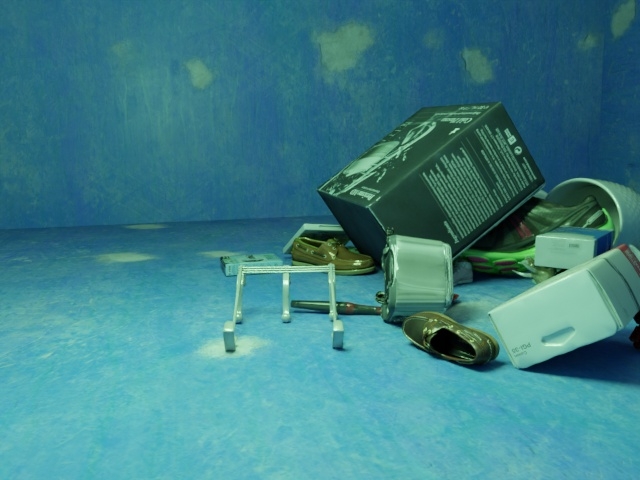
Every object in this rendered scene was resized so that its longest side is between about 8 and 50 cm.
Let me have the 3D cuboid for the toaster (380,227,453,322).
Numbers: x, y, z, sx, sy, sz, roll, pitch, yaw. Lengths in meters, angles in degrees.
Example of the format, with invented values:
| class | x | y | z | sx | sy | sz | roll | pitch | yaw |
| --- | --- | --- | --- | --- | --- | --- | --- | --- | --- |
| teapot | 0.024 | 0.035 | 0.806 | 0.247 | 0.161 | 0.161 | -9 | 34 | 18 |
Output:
| class | x | y | z | sx | sy | sz | roll | pitch | yaw |
| --- | --- | --- | --- | --- | --- | --- | --- | --- | --- |
| toaster | 0.217 | 0.081 | 1.404 | 0.146 | 0.227 | 0.129 | 5 | -28 | -3 |

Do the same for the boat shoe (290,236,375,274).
| class | x | y | z | sx | sy | sz | roll | pitch | yaw |
| --- | --- | --- | --- | --- | --- | --- | --- | --- | --- |
| boat shoe | 0.032 | 0.046 | 1.984 | 0.307 | 0.105 | 0.110 | 4 | 10 | 29 |

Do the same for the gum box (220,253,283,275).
| class | x | y | z | sx | sy | sz | roll | pitch | yaw |
| --- | --- | --- | --- | --- | --- | --- | --- | --- | --- |
| gum box | -0.228 | 0.078 | 2.020 | 0.184 | 0.041 | 0.157 | -3 | 9 | -15 |

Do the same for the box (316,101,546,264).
| class | x | y | z | sx | sy | sz | roll | pitch | yaw |
| --- | --- | --- | --- | --- | --- | --- | --- | --- | --- |
| box | 0.308 | -0.160 | 1.858 | 0.471 | 0.297 | 0.480 | -40 | 18 | -8 |

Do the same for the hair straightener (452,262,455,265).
| class | x | y | z | sx | sy | sz | roll | pitch | yaw |
| --- | --- | --- | --- | --- | --- | --- | --- | --- | --- |
| hair straightener | 0.466 | 0.062 | 2.065 | 0.089 | 0.047 | 0.230 | -4 | 4 | -19 |

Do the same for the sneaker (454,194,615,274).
| class | x | y | z | sx | sy | sz | roll | pitch | yaw |
| --- | --- | --- | --- | --- | --- | --- | --- | --- | --- |
| sneaker | 0.595 | -0.021 | 1.814 | 0.482 | 0.202 | 0.185 | -9 | -24 | 13 |

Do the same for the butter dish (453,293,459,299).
| class | x | y | z | sx | sy | sz | roll | pitch | yaw |
| --- | --- | --- | --- | --- | --- | --- | --- | --- | --- |
| butter dish | 0.250 | 0.103 | 1.534 | 0.159 | 0.118 | 0.160 | 5 | 10 | 33 |

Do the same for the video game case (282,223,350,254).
| class | x | y | z | sx | sy | sz | roll | pitch | yaw |
| --- | --- | --- | --- | --- | --- | --- | --- | --- | --- |
| video game case | 0.000 | 0.000 | 2.153 | 0.206 | 0.026 | 0.227 | 2 | -23 | -23 |

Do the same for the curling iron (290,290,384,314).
| class | x | y | z | sx | sy | sz | roll | pitch | yaw |
| --- | --- | --- | --- | --- | --- | --- | --- | --- | --- |
| curling iron | 0.064 | 0.152 | 1.477 | 0.274 | 0.035 | 0.068 | -4 | 45 | 7 |

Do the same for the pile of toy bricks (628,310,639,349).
| class | x | y | z | sx | sy | sz | roll | pitch | yaw |
| --- | --- | --- | --- | --- | --- | --- | --- | --- | --- |
| pile of toy bricks | 0.686 | 0.157 | 1.164 | 0.212 | 0.105 | 0.118 | -49 | 24 | -17 |

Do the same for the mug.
| class | x | y | z | sx | sy | sz | roll | pitch | yaw |
| --- | --- | --- | --- | --- | --- | --- | --- | --- | --- |
| mug | 0.923 | -0.021 | 1.925 | 0.328 | 0.276 | 0.374 | 1 | 36 | -38 |

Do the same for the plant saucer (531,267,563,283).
| class | x | y | z | sx | sy | sz | roll | pitch | yaw |
| --- | --- | --- | --- | --- | --- | --- | --- | --- | --- |
| plant saucer | 0.704 | 0.102 | 1.756 | 0.194 | 0.037 | 0.195 | -1 | 8 | 0 |

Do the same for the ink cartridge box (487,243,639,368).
| class | x | y | z | sx | sy | sz | roll | pitch | yaw |
| --- | --- | --- | --- | --- | --- | --- | --- | --- | --- |
| ink cartridge box | 0.472 | 0.117 | 1.144 | 0.207 | 0.117 | 0.283 | -34 | -13 | 36 |

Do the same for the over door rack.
| class | x | y | z | sx | sy | sz | roll | pitch | yaw |
| --- | --- | --- | --- | --- | --- | --- | --- | --- | --- |
| over door rack | -0.078 | 0.154 | 1.348 | 0.239 | 0.108 | 0.324 | -2 | 23 | -1 |

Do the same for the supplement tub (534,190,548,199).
| class | x | y | z | sx | sy | sz | roll | pitch | yaw |
| --- | --- | --- | --- | --- | --- | --- | --- | --- | --- |
| supplement tub | 0.756 | -0.089 | 2.342 | 0.241 | 0.241 | 0.331 | -1 | 8 | -1 |

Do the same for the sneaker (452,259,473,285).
| class | x | y | z | sx | sy | sz | roll | pitch | yaw |
| --- | --- | --- | --- | --- | --- | --- | --- | --- | --- |
| sneaker | 0.383 | 0.091 | 1.761 | 0.134 | 0.070 | 0.051 | -7 | 14 | -33 |

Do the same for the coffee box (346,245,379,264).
| class | x | y | z | sx | sy | sz | roll | pitch | yaw |
| --- | --- | --- | --- | --- | --- | --- | --- | --- | --- |
| coffee box | 0.148 | 0.051 | 2.154 | 0.184 | 0.040 | 0.113 | 5 | 10 | 33 |

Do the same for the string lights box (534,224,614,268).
| class | x | y | z | sx | sy | sz | roll | pitch | yaw |
| --- | --- | --- | --- | --- | --- | --- | --- | --- | --- |
| string lights box | 0.640 | 0.014 | 1.542 | 0.133 | 0.077 | 0.259 | 6 | 10 | 34 |

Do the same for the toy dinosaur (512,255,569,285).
| class | x | y | z | sx | sy | sz | roll | pitch | yaw |
| --- | --- | --- | --- | --- | --- | --- | --- | --- | --- |
| toy dinosaur | 0.656 | 0.114 | 1.531 | 0.160 | 0.121 | 0.313 | -20 | 22 | -30 |

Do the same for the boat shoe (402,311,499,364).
| class | x | y | z | sx | sy | sz | roll | pitch | yaw |
| --- | --- | --- | --- | --- | --- | --- | --- | --- | --- |
| boat shoe | 0.229 | 0.182 | 1.157 | 0.073 | 0.073 | 0.207 | -6 | 9 | -41 |
